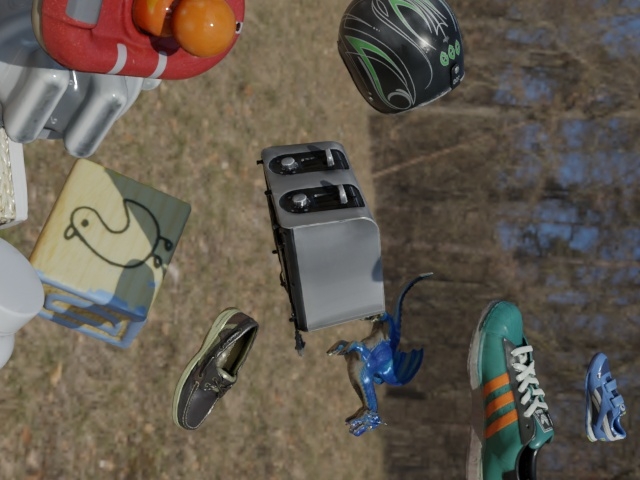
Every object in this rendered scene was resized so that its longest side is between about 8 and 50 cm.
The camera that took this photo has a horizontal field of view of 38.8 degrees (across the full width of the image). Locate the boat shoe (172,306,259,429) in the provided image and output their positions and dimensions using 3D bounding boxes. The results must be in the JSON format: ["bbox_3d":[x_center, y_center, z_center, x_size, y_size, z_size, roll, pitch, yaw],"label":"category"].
[{"bbox_3d":[-0.121,0.151,1.051,0.049,0.056,0.152,19,-97,41],"label":"boat shoe"}]

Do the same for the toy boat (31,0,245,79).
[{"bbox_3d":[-0.143,-0.215,0.853,0.231,0.151,0.151,-11,124,-60],"label":"toy boat"}]

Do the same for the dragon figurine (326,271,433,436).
[{"bbox_3d":[0.111,0.191,1.512,0.289,0.144,0.085,-47,-166,-25],"label":"dragon figurine"}]

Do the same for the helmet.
[{"bbox_3d":[0.107,-0.271,1.240,0.162,0.169,0.169,60,7,-21],"label":"helmet"}]

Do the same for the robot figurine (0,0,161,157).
[{"bbox_3d":[-0.328,-0.265,1.105,0.200,0.299,0.354,-44,-130,30],"label":"robot figurine"}]

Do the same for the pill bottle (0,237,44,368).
[{"bbox_3d":[-0.436,0.114,0.993,0.272,0.152,0.152,-37,-162,15],"label":"pill bottle"}]

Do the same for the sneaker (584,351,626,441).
[{"bbox_3d":[0.452,0.247,1.433,0.059,0.053,0.144,0,-83,40],"label":"sneaker"}]

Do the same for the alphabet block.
[{"bbox_3d":[-0.330,0.025,1.379,0.193,0.192,0.197,-40,-151,61],"label":"alphabet block"}]

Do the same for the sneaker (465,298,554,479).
[{"bbox_3d":[0.289,0.240,1.333,0.121,0.108,0.302,2,-88,40],"label":"sneaker"}]

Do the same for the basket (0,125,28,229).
[{"bbox_3d":[-0.448,-0.099,1.160,0.113,0.103,0.167,-11,-96,50],"label":"basket"}]

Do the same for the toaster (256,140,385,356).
[{"bbox_3d":[0.000,0.000,1.038,0.168,0.110,0.186,-107,-172,-53],"label":"toaster"}]
